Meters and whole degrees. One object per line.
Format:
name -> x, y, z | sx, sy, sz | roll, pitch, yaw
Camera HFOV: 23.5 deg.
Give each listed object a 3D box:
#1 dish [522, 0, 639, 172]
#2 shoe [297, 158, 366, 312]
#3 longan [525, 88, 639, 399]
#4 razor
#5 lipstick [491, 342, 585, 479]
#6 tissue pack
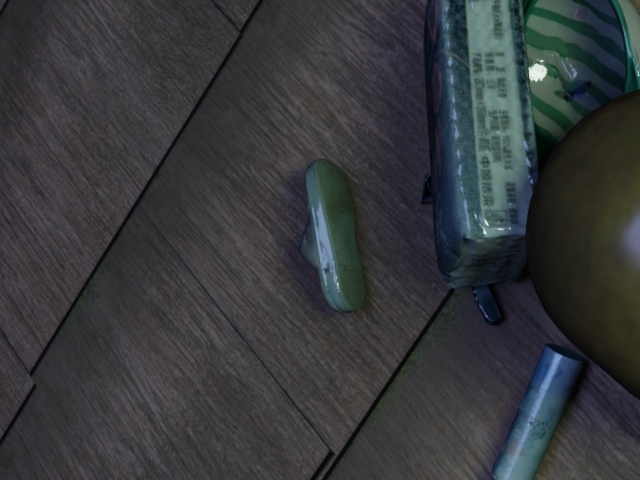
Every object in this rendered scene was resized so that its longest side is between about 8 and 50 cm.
dish -> 0.288, -0.173, 1.623 | 0.224, 0.078, 0.246 | 49, 136, 48
shoe -> 0.000, 0.000, 1.869 | 0.078, 0.079, 0.195 | -23, 72, 30
longan -> 0.344, 0.007, 1.406 | 0.319, 0.319, 0.318 | -8, 78, 41
razor -> 0.165, 0.011, 1.752 | 0.033, 0.066, 0.190 | -19, 66, -10
lipstick -> 0.233, 0.191, 1.648 | 0.048, 0.048, 0.158 | 31, 104, 41
tissue pack -> 0.168, -0.125, 1.645 | 0.103, 0.228, 0.315 | -3, 77, 0
